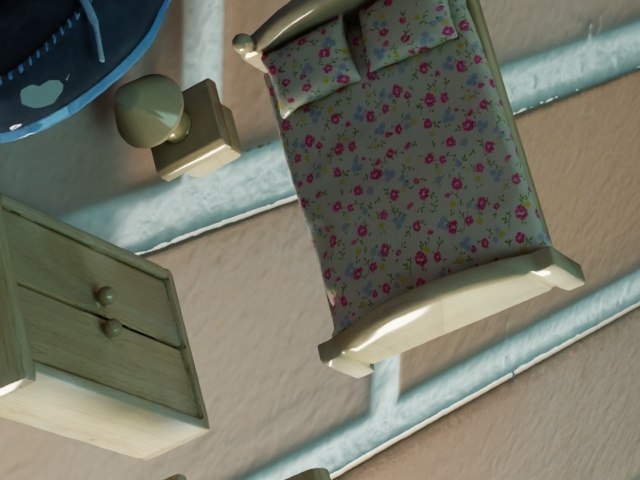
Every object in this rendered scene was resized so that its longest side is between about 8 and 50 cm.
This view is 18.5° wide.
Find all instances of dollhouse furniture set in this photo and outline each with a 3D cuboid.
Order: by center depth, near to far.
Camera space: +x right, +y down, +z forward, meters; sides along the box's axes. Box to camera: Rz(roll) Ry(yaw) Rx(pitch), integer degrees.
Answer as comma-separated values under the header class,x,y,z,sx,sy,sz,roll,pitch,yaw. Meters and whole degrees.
class,x,y,z,sx,sy,sz,roll,pitch,yaw
dollhouse furniture set,0.000,0.000,0.975,0.174,0.355,0.303,27,42,-56

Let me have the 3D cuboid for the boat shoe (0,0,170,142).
class,x,y,z,sx,sy,sz,roll,pitch,yaw
boat shoe,-0.123,-0.155,0.994,0.089,0.109,0.258,64,35,-36
